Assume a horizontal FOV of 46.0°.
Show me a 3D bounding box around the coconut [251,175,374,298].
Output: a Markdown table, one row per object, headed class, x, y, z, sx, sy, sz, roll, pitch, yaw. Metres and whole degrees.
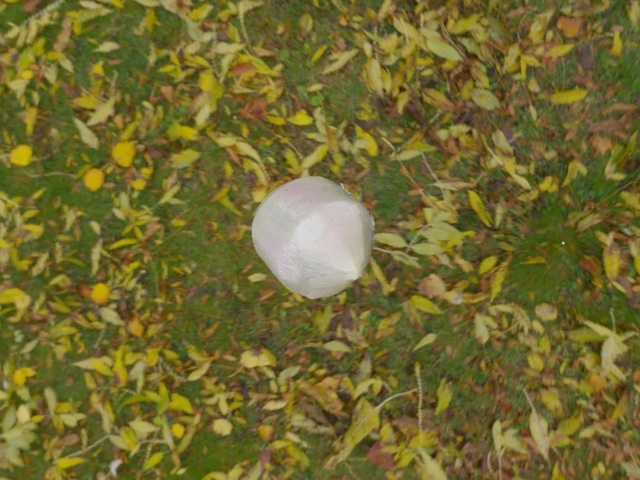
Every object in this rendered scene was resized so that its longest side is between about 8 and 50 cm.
| class | x | y | z | sx | sy | sz | roll | pitch | yaw |
| --- | --- | --- | --- | --- | --- | --- | --- | --- | --- |
| coconut | 0.000 | 0.000 | 0.715 | 0.124 | 0.110 | 0.110 | 44 | 103 | 35 |
